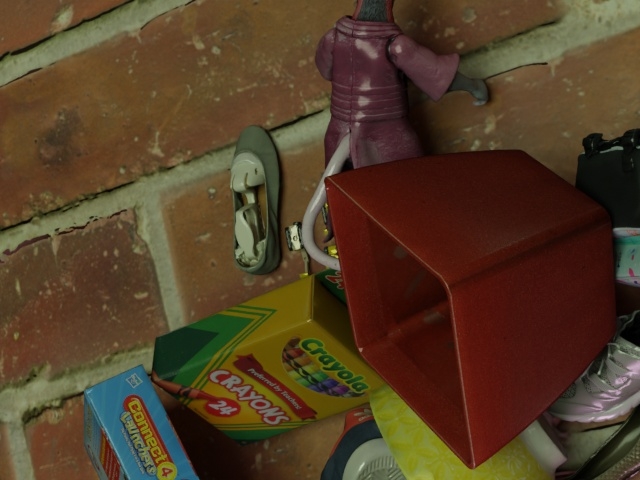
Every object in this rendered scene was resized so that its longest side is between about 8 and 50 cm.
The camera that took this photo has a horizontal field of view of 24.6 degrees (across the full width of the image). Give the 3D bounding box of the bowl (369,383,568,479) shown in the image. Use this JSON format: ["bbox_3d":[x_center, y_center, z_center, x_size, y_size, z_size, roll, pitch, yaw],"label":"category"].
[{"bbox_3d":[0.205,0.261,1.779,0.156,0.289,0.289,-35,73,8],"label":"bowl"}]

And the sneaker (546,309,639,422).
[{"bbox_3d":[0.363,0.127,1.734,0.281,0.115,0.105,-27,35,36],"label":"sneaker"}]

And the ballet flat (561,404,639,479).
[{"bbox_3d":[0.361,0.255,1.782,0.058,0.084,0.250,33,114,-4],"label":"ballet flat"}]

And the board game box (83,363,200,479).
[{"bbox_3d":[-0.224,0.358,2.014,0.086,0.308,0.302,-24,75,-17],"label":"board game box"}]

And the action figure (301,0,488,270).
[{"bbox_3d":[0.049,-0.172,1.862,0.248,0.276,0.370,9,109,36],"label":"action figure"}]

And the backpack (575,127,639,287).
[{"bbox_3d":[0.436,-0.034,1.633,0.225,0.254,0.191,176,91,-73],"label":"backpack"}]

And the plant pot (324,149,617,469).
[{"bbox_3d":[0.185,0.044,1.656,0.267,0.236,0.267,43,152,49],"label":"plant pot"}]

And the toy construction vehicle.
[{"bbox_3d":[0.000,0.000,2.020,0.086,0.035,0.098,-14,86,19],"label":"toy construction vehicle"}]

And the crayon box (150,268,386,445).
[{"bbox_3d":[-0.040,0.156,1.942,0.318,0.202,0.081,-24,44,29],"label":"crayon box"}]

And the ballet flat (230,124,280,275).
[{"bbox_3d":[-0.095,-0.057,2.049,0.072,0.068,0.213,-6,88,30],"label":"ballet flat"}]

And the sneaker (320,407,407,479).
[{"bbox_3d":[0.050,0.380,1.957,0.148,0.131,0.350,-116,35,-57],"label":"sneaker"}]
